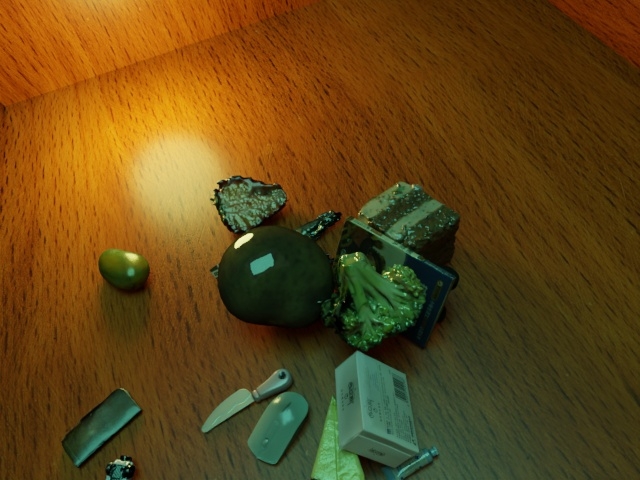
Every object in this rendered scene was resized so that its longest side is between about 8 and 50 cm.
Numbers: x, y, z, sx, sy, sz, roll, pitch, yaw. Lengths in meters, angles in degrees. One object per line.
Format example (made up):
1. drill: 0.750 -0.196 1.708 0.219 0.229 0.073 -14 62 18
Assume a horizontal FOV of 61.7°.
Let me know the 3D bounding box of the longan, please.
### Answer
1. longan: -0.154 0.132 1.847 0.405 0.336 0.404 8 49 -9

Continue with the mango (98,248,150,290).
1. mango: -0.781 0.106 2.105 0.251 0.114 0.156 23 68 22

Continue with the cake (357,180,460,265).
1. cake: 0.307 -0.018 1.930 0.256 0.281 0.290 -32 51 -22

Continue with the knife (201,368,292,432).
1. knife: -0.248 0.519 1.764 0.336 0.043 0.081 -27 49 -8

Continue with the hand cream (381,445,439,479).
1. hand cream: 0.268 0.658 1.576 0.171 0.043 0.065 -27 53 -5

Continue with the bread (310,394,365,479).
1. bread: 0.081 0.612 1.563 0.163 0.167 0.263 9 55 13

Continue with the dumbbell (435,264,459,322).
1. dumbbell: 0.393 0.182 1.801 0.100 0.191 0.100 6 37 -4

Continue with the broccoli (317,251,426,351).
1. broccoli: 0.142 0.168 1.643 0.348 0.280 0.293 -8 33 39

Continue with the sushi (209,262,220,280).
1. sushi: -0.320 0.144 2.056 0.139 0.031 0.201 -33 59 -16

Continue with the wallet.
1. wallet: -0.728 0.611 1.778 0.255 0.031 0.137 -41 58 -21

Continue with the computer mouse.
1. computer mouse: -0.131 0.580 1.679 0.128 0.079 0.230 24 64 27

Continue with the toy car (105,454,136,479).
1. toy car: -0.620 0.745 1.635 0.080 0.070 0.170 3 56 12

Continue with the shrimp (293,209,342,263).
1. shrimp: 0.000 0.000 2.094 0.290 0.054 0.222 -39 56 -14

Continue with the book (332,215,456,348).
1. book: 0.224 0.137 1.821 0.428 0.299 0.039 32 35 28

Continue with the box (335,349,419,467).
1. box: 0.159 0.492 1.571 0.203 0.116 0.274 29 32 -23

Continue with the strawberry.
1. strawberry: -0.303 -0.154 2.207 0.280 0.150 0.253 -37 77 -20
